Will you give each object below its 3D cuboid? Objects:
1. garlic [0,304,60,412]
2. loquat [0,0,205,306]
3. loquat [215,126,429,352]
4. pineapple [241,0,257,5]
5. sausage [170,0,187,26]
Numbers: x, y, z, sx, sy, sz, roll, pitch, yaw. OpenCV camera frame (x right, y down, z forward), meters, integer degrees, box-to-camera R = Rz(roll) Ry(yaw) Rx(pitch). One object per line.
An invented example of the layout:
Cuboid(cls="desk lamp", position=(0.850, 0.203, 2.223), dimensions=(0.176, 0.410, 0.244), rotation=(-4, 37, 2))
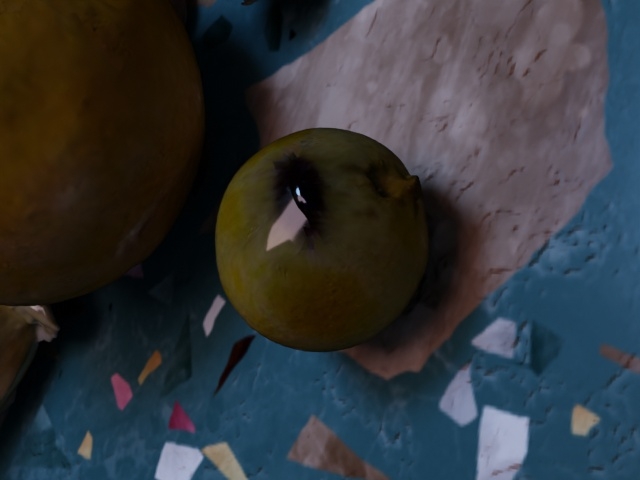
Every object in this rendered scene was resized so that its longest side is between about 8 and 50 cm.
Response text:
Cuboid(cls="garlic", position=(-0.403, 0.069, 1.219), dimensions=(0.249, 0.313, 0.286), rotation=(99, 151, -76))
Cuboid(cls="loquat", position=(-0.252, -0.107, 1.063), dimensions=(0.328, 0.328, 0.329), rotation=(-19, 62, 43))
Cuboid(cls="loquat", position=(0.000, 0.000, 0.893), dimensions=(0.163, 0.137, 0.163), rotation=(3, 95, 38))
Cuboid(cls="pineapple", position=(-0.082, -0.271, 1.061), dimensions=(0.137, 0.176, 0.161), rotation=(17, 121, 57))
Cuboid(cls="sausage", position=(-0.253, -0.335, 1.265), dimensions=(0.088, 0.088, 0.433), rotation=(-51, 62, 22))
